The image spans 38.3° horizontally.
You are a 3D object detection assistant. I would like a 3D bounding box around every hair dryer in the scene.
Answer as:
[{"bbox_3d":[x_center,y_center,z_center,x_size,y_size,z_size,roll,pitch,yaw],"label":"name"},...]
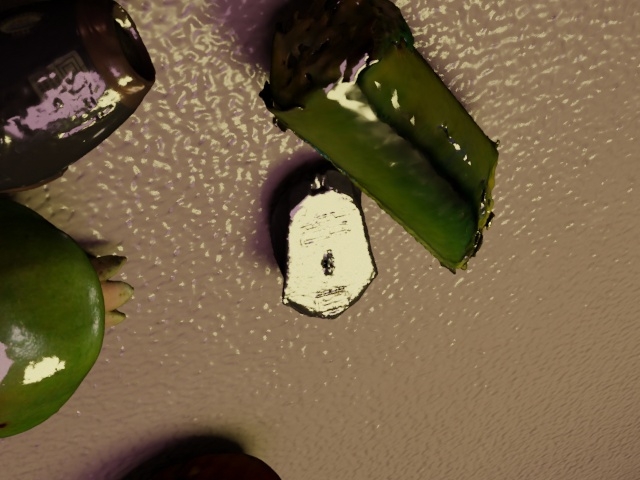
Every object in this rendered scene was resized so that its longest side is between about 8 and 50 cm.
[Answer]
[{"bbox_3d":[-0.252,-0.022,0.512,0.303,0.359,0.120,-21,114,7],"label":"hair dryer"}]

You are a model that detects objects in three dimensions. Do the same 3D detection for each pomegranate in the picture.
[{"bbox_3d":[-0.240,0.055,0.728,0.187,0.187,0.225,-52,162,26],"label":"pomegranate"}]

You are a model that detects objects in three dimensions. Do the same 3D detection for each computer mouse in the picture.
[{"bbox_3d":[0.000,0.000,0.873,0.099,0.057,0.172,-14,126,-12],"label":"computer mouse"}]

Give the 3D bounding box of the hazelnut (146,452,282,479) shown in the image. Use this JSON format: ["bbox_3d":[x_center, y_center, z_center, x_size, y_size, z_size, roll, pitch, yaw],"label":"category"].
[{"bbox_3d":[-0.127,0.352,1.070,0.229,0.229,0.229,-15,138,-14],"label":"hazelnut"}]

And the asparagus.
[{"bbox_3d":[0.085,-0.074,0.802,0.128,0.108,0.382,-39,140,12],"label":"asparagus"}]
